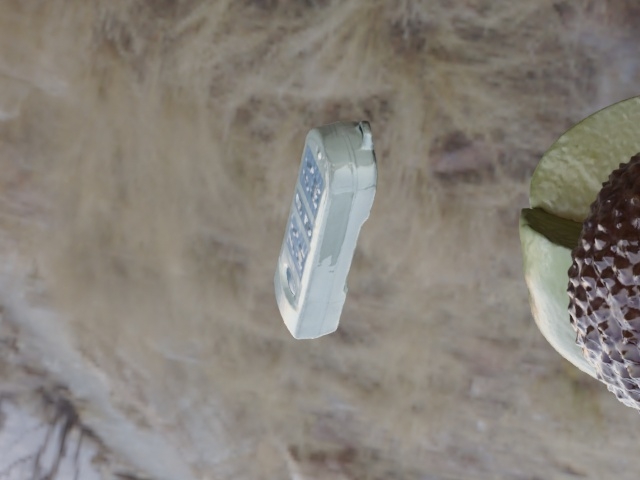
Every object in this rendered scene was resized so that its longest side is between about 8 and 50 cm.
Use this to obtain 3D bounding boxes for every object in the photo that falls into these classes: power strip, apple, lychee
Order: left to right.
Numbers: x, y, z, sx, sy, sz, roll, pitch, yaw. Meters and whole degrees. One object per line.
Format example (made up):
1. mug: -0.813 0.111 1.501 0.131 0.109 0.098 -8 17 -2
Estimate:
1. power strip: 0.000 0.000 0.724 0.030 0.048 0.191 -9 145 -18
2. apple: 0.330 0.020 1.247 0.257 0.295 0.233 2 136 18
3. lychee: 0.239 0.026 0.768 0.194 0.195 0.194 10 167 2
